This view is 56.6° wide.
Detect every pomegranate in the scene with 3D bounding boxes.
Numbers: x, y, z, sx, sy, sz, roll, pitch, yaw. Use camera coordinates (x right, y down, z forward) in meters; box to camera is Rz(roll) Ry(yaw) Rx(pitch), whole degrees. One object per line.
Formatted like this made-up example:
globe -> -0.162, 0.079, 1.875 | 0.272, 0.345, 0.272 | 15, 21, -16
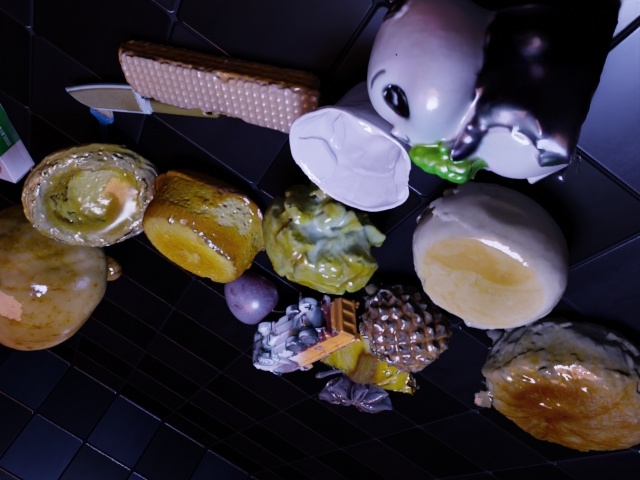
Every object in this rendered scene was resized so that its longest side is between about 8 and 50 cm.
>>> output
pomegranate -> -0.722, 0.087, 1.561 | 0.409, 0.410, 0.410 | 19, 144, 15

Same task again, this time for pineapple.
pineapple -> 0.138, 0.239, 1.346 | 0.249, 0.164, 0.139 | 2, 176, 40
pineapple -> 0.154, 0.161, 1.165 | 0.193, 0.166, 0.166 | 49, 145, 3

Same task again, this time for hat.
hat -> 0.065, -0.150, 0.855 | 0.203, 0.126, 0.203 | 24, 150, 15

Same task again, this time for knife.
knife -> -0.333, -0.263, 1.091 | 0.342, 0.027, 0.061 | 9, 140, 23

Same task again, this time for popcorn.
popcorn -> 0.000, 0.000, 1.057 | 0.221, 0.184, 0.204 | 35, 176, -13

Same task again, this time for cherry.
cherry -> -0.149, 0.114, 1.380 | 0.188, 0.115, 0.148 | -45, 62, 48

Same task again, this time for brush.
brush -> -0.447, -0.232, 1.225 | 0.051, 0.014, 0.164 | 30, 146, 2

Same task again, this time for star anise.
star anise -> 0.085, 0.392, 1.566 | 0.209, 0.089, 0.231 | -3, 141, 21

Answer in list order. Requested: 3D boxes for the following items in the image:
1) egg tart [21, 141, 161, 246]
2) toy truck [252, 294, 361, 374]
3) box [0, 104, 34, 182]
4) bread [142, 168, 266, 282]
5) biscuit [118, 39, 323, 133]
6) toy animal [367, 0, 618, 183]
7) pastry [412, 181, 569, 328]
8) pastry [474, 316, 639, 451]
egg tart -> -0.473, -0.105, 1.256 | 0.288, 0.288, 0.118 | 76, 169, -47
toy truck -> -0.037, 0.216, 1.348 | 0.135, 0.114, 0.270 | 27, 137, -33
box -> -0.786, -0.242, 1.399 | 0.135, 0.081, 0.199 | 16, 145, 18
bread -> -0.241, -0.027, 1.222 | 0.268, 0.146, 0.268 | 21, 149, 14
biscuit -> -0.162, -0.250, 0.961 | 0.378, 0.054, 0.094 | 16, 142, 19
toy animal -> 0.181, -0.170, 0.684 | 0.266, 0.213, 0.213 | 11, 142, 19
pastry -> 0.262, 0.026, 0.938 | 0.264, 0.133, 0.265 | 20, 144, 15
pastry -> 0.463, 0.269, 1.099 | 0.329, 0.136, 0.330 | 20, 144, 16
